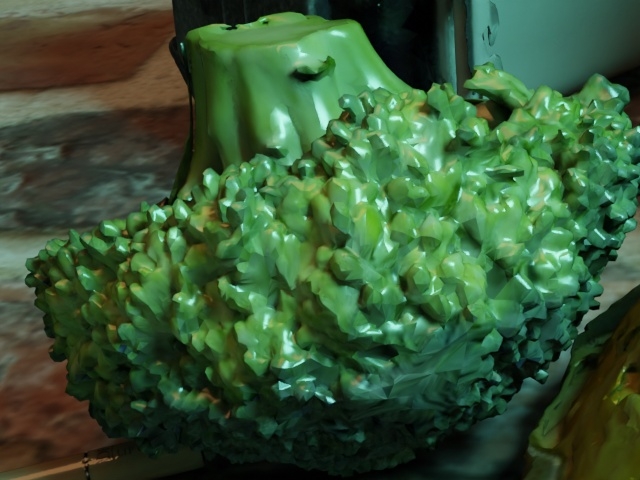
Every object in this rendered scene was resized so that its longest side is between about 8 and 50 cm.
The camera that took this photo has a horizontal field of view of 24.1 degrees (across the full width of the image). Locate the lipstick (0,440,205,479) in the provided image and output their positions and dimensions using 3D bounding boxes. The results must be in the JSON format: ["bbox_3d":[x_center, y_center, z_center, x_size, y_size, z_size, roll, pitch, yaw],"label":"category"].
[{"bbox_3d":[-0.095,0.096,0.615,0.094,0.019,0.019,-13,27,-4],"label":"lipstick"}]

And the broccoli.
[{"bbox_3d":[-0.001,0.003,0.579,0.226,0.176,0.198,21,19,29],"label":"broccoli"}]

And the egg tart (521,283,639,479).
[{"bbox_3d":[0.211,0.046,0.463,0.341,0.132,0.341,-9,25,4],"label":"egg tart"}]

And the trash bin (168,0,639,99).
[{"bbox_3d":[0.115,-0.194,0.874,0.367,0.256,0.296,-17,24,-29],"label":"trash bin"}]
